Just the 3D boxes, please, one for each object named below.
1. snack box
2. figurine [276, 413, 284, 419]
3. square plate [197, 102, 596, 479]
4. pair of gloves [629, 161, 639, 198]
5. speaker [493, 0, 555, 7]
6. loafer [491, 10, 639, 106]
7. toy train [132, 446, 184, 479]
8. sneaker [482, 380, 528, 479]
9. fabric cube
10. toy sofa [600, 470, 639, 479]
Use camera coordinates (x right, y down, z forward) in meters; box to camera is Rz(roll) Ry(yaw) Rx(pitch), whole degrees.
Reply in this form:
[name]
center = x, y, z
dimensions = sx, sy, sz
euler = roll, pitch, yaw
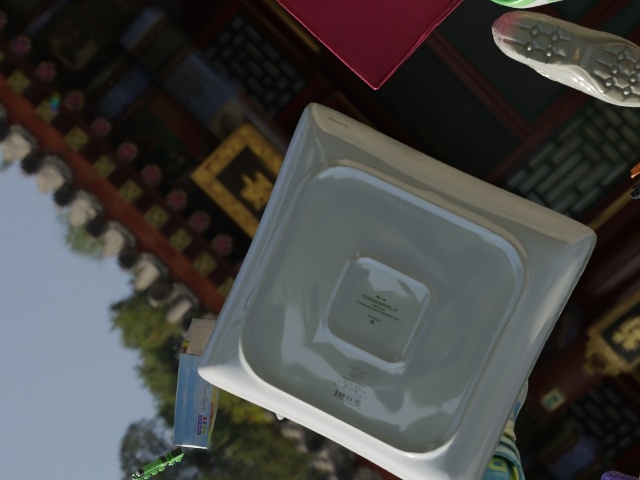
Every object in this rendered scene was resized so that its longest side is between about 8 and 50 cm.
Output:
[snack box]
center = -0.216, 0.252, 2.287
dimensions = 0.070, 0.174, 0.207
euler = 6, -166, -2
[figurine]
center = -0.052, 0.174, 2.201
dimensions = 0.092, 0.209, 0.215
euler = 8, -141, 14
[square plate]
center = 0.070, 0.074, 1.383
dimensions = 0.347, 0.344, 0.049
euler = 26, -169, 11
[pair of gloves]
center = 0.500, -0.103, 1.935
dimensions = 0.010, 0.074, 0.083
euler = 32, -137, -16
[speaker]
center = 0.323, -0.381, 1.662
dimensions = 0.296, 0.131, 0.131
euler = -21, -112, -45
[loafer]
center = 0.437, -0.312, 2.144
dimensions = 0.319, 0.112, 0.111
euler = 21, -167, -18
[toy train]
center = -0.229, 0.316, 1.794
dimensions = 0.083, 0.024, 0.017
euler = -24, -114, -35
[sneaker]
center = 0.265, 0.280, 1.937
dimensions = 0.127, 0.319, 0.208
euler = 7, -175, -4
[fabric cube]
center = 0.090, -0.418, 1.983
dimensions = 0.254, 0.259, 0.258
euler = 44, -167, -2
[toy sofa]
center = 0.569, 0.405, 2.080
dimensions = 0.177, 0.150, 0.362
euler = 13, 157, 24
